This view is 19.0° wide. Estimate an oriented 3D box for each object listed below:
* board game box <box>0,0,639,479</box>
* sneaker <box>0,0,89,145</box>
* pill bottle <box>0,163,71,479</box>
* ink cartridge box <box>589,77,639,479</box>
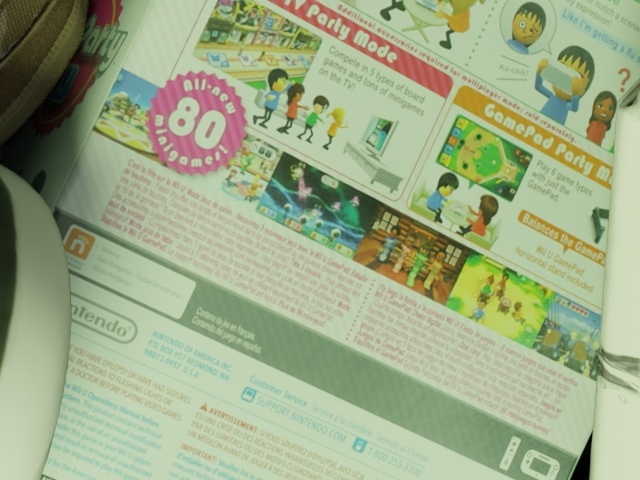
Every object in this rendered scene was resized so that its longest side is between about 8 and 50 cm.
[{"bbox_3d":[0.000,0.000,0.694,0.224,0.097,0.303,27,87,-23],"label":"board game box"},{"bbox_3d":[-0.107,-0.121,0.643,0.071,0.066,0.188,41,68,-54],"label":"sneaker"},{"bbox_3d":[-0.249,0.002,0.513,0.334,0.188,0.188,27,85,-34],"label":"pill bottle"},{"bbox_3d":[0.204,0.065,0.659,0.115,0.198,0.273,-43,144,-39],"label":"ink cartridge box"}]
